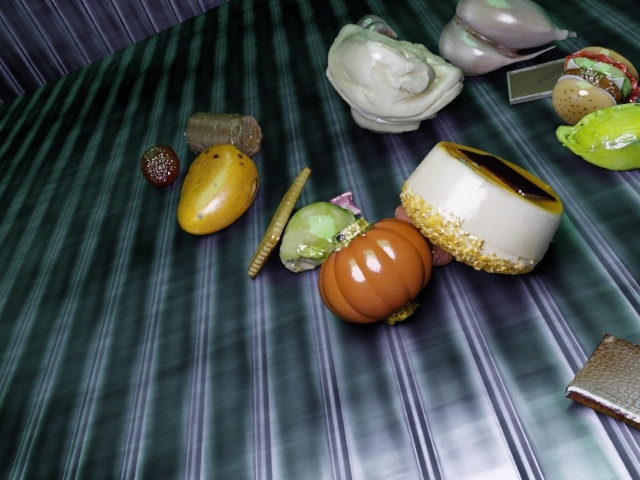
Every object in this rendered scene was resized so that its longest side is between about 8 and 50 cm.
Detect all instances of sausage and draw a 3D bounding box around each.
[{"bbox_3d":[0.208,-0.016,1.159,0.077,0.077,0.194,-27,38,-1],"label":"sausage"}]

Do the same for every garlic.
[{"bbox_3d":[0.147,-0.655,1.876,0.194,0.127,0.131,-35,39,21],"label":"garlic"},{"bbox_3d":[0.479,-0.540,1.545,0.340,0.231,0.246,30,18,28],"label":"garlic"}]

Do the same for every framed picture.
[{"bbox_3d":[0.578,-0.408,1.436,0.203,0.015,0.150,-9,42,21],"label":"framed picture"}]

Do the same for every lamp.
[{"bbox_3d":[0.101,0.056,1.043,0.223,0.196,0.223,-34,3,2],"label":"lamp"}]

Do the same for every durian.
[{"bbox_3d":[0.608,-0.204,1.126,0.250,0.101,0.139,-12,42,18],"label":"durian"}]

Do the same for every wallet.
[{"bbox_3d":[0.483,0.220,0.779,0.243,0.039,0.133,19,50,42],"label":"wallet"}]

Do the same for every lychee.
[{"bbox_3d":[-0.485,-0.223,1.733,0.123,0.123,0.129,-29,46,-3],"label":"lychee"}]

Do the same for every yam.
[{"bbox_3d":[-0.288,-0.321,1.724,0.238,0.129,0.128,9,52,37],"label":"yam"}]

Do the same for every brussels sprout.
[{"bbox_3d":[0.001,-0.008,1.228,0.183,0.131,0.145,-8,65,22],"label":"brussels sprout"}]

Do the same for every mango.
[{"bbox_3d":[-0.265,-0.129,1.485,0.191,0.160,0.290,7,53,23],"label":"mango"}]

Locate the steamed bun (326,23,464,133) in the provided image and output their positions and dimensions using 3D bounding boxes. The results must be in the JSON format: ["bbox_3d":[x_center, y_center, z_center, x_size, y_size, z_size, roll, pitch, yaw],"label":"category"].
[{"bbox_3d":[0.176,-0.386,1.462,0.346,0.237,0.394,31,27,17],"label":"steamed bun"}]

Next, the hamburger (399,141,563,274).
[{"bbox_3d":[0.282,-0.051,1.016,0.276,0.294,0.179,44,119,36],"label":"hamburger"}]

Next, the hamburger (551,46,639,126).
[{"bbox_3d":[0.578,-0.319,1.226,0.137,0.175,0.175,-50,43,-6],"label":"hamburger"}]

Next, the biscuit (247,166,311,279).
[{"bbox_3d":[-0.097,-0.043,1.306,0.172,0.029,0.254,-52,13,48],"label":"biscuit"}]

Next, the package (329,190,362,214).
[{"bbox_3d":[0.060,-0.079,1.346,0.059,0.029,0.083,-27,48,5],"label":"package"}]
